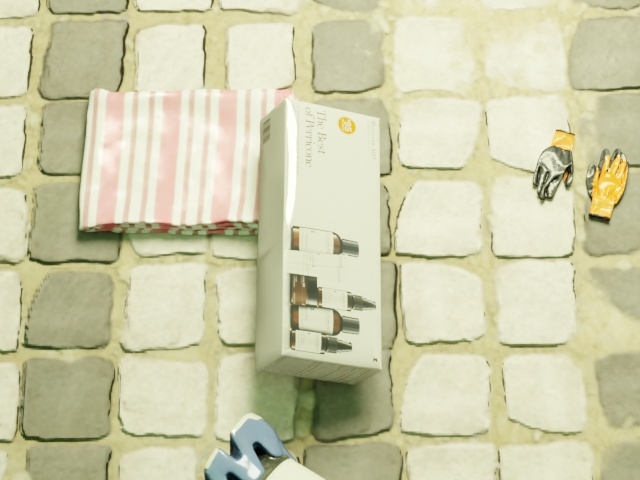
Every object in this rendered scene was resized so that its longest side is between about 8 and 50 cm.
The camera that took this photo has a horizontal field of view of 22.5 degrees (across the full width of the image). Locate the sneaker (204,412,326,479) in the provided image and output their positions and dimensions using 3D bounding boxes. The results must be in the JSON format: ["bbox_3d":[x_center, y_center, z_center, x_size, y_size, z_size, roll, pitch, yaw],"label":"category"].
[{"bbox_3d":[-0.059,0.307,1.275,0.182,0.127,0.315,27,70,13],"label":"sneaker"}]

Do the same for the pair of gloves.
[{"bbox_3d":[0.239,-0.061,1.476,0.083,0.010,0.074,19,70,9],"label":"pair of gloves"}]

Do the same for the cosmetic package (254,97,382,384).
[{"bbox_3d":[0.000,0.000,1.411,0.099,0.060,0.239,11,67,-26],"label":"cosmetic package"}]

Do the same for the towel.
[{"bbox_3d":[-0.122,-0.076,1.478,0.197,0.029,0.144,0,68,1],"label":"towel"}]
